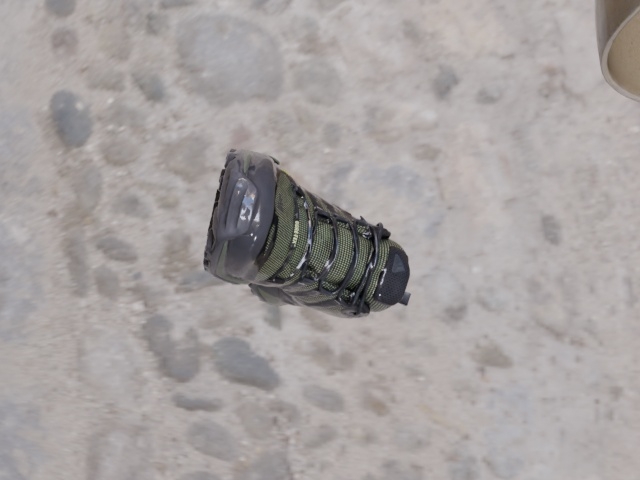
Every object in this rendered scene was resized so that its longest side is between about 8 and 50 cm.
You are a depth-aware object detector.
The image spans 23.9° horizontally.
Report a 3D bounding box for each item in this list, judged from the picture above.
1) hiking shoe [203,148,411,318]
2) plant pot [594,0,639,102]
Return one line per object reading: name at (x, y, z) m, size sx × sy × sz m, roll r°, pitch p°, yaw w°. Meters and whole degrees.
hiking shoe at (0.000, 0.000, 0.955) m, size 0.114 × 0.227 × 0.086 m, roll 9°, pitch 83°, yaw 13°
plant pot at (0.296, -0.223, 0.932) m, size 0.284 × 0.284 × 0.190 m, roll -2°, pitch 72°, yaw -23°
